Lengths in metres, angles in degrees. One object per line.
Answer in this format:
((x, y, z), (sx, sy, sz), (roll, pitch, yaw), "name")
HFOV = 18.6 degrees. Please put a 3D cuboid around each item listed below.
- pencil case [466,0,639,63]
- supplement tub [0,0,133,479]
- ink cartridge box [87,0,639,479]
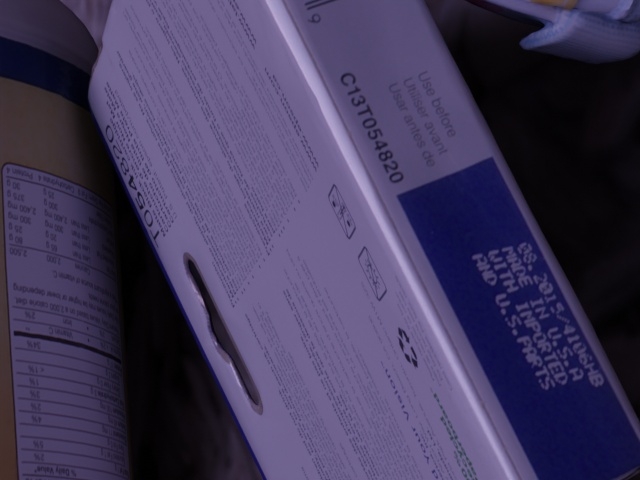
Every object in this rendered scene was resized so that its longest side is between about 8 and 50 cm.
((0.099, -0.189, 0.546), (0.124, 0.113, 0.273), (35, 109, 37), "pencil case")
((-0.185, 0.073, 0.726), (0.228, 0.228, 0.316), (-19, 70, 44), "supplement tub")
((0.000, 0.000, 0.601), (0.223, 0.045, 0.224), (64, 161, 10), "ink cartridge box")
